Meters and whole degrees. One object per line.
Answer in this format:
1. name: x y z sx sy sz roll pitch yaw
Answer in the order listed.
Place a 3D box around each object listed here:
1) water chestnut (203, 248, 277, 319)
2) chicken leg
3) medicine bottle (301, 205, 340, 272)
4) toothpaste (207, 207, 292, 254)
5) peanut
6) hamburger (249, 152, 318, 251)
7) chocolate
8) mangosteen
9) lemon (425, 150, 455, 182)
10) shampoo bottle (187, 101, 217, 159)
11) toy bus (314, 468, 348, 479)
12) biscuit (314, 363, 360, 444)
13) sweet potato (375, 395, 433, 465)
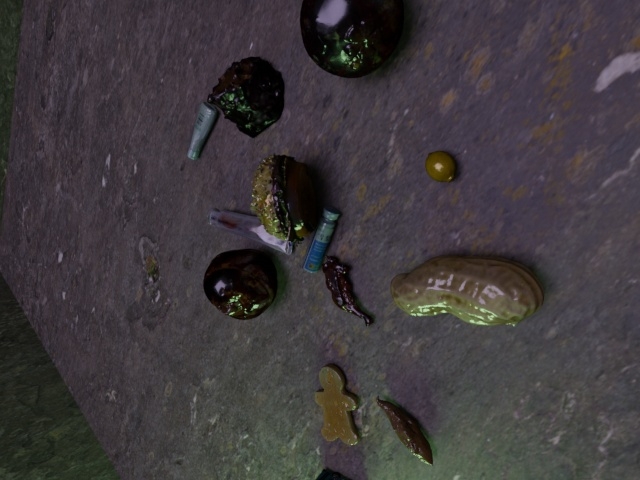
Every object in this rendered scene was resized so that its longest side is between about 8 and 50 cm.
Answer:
1. water chestnut: -0.233 0.123 1.289 0.223 0.238 0.224 -1 115 -2
2. chicken leg: 0.063 0.138 1.145 0.089 0.048 0.219 -31 79 40
3. medicine bottle: 0.000 0.000 1.166 0.051 0.051 0.191 35 117 27
4. toothpaste: -0.215 -0.041 1.317 0.323 0.066 0.100 16 103 29
5. peanut: 0.297 0.107 0.908 0.324 0.140 0.154 -8 110 40
6. hamburger: -0.094 -0.100 1.110 0.138 0.243 0.262 -8 91 14
7. chocolate: -0.238 -0.417 1.192 0.224 0.177 0.207 -24 84 36
8. mangosteen: 0.052 -0.497 0.949 0.232 0.231 0.289 -64 36 26
9. lemon: 0.263 -0.161 0.930 0.062 0.062 0.083 -45 72 34
10. shampoo bottle: -0.396 -0.358 1.406 0.069 0.041 0.191 41 121 18
11. toy bus: 0.052 0.744 1.237 0.160 0.091 0.079 5 100 37
12. biscuit: 0.046 0.473 1.230 0.153 0.030 0.235 -10 92 37
13. sweet potato: 0.216 0.480 1.083 0.060 0.068 0.206 -48 62 7
